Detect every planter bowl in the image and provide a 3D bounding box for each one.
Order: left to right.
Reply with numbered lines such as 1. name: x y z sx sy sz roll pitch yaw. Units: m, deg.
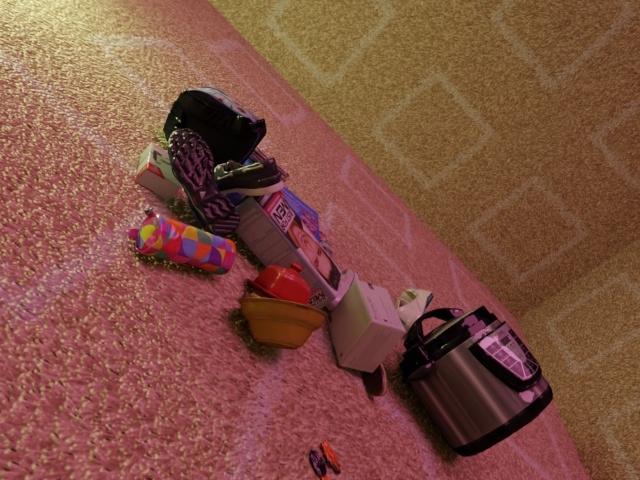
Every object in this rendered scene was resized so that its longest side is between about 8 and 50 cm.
1. planter bowl: -0.094 0.202 1.135 0.217 0.217 0.090 27 65 -44

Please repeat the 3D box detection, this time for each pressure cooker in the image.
1. pressure cooker: 0.455 0.408 1.538 0.420 0.375 0.370 56 -3 20

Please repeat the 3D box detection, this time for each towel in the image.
1. towel: -0.218 -0.296 1.754 0.187 0.049 0.282 39 0 -29

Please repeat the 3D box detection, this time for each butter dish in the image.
1. butter dish: -0.089 0.113 1.268 0.160 0.118 0.160 35 -9 -30

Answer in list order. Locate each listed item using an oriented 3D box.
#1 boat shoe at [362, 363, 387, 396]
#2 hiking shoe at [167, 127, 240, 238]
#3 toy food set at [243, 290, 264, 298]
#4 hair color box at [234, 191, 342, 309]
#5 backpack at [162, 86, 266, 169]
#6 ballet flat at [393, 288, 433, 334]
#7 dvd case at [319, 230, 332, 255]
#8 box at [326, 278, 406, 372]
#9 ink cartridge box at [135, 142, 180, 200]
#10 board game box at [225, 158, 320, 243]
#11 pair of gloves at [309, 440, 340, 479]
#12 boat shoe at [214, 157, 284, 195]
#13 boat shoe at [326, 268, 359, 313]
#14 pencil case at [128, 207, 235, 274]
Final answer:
1. boat shoe: 0.163 0.382 1.425 0.072 0.068 0.190 48 17 -35
2. hiking shoe: -0.321 -0.138 1.260 0.113 0.132 0.304 -22 87 -30
3. toy food set: -0.156 0.149 1.217 0.083 0.020 0.083 33 -12 -38
4. hair color box: -0.097 0.017 1.421 0.374 0.114 0.185 52 20 -13
5. backpack: -0.324 -0.333 1.473 0.263 0.276 0.213 36 18 -12
6. ballet flat: 0.371 0.261 1.971 0.139 0.139 0.400 50 22 5
7. dvd case: 0.000 0.000 1.838 0.087 0.013 0.119 30 26 -39
8. box: 0.124 0.244 1.387 0.119 0.182 0.181 19 29 -25
9. ink cartridge box: -0.422 -0.183 1.278 0.099 0.056 0.135 32 27 -34
10. board game box: -0.152 -0.111 1.645 0.347 0.078 0.233 39 23 -24
11. pair of gloves: 0.010 0.474 1.037 0.083 0.010 0.074 2 51 -58
12. boat shoe: -0.233 -0.176 1.327 0.114 0.303 0.091 -42 125 -55
13. boat shoe: 0.056 0.149 1.588 0.088 0.096 0.267 46 28 -8
14. pencil case: -0.307 0.011 1.112 0.236 0.104 0.104 25 31 -46
